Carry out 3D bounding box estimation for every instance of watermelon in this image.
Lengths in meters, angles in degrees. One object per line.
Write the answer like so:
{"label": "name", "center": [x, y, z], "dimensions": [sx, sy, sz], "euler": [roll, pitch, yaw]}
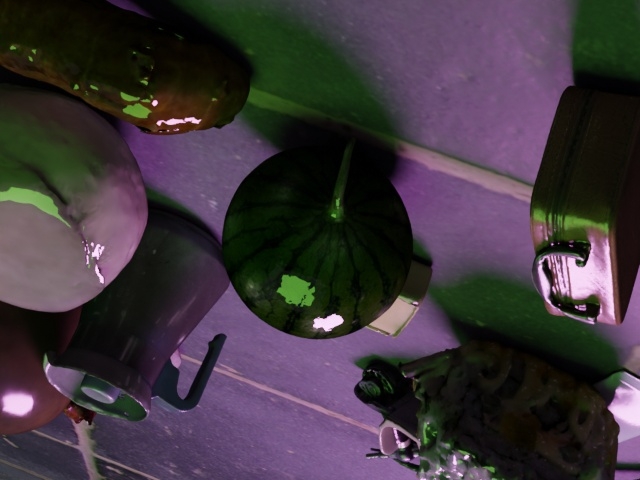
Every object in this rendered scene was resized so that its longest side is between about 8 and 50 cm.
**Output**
{"label": "watermelon", "center": [0.000, 0.000, 1.275], "dimensions": [0.188, 0.188, 0.214], "euler": [26, 161, -7]}

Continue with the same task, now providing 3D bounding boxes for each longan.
{"label": "longan", "center": [-0.434, 0.080, 1.658], "dimensions": [0.288, 0.288, 0.350], "euler": [-26, 92, 58]}

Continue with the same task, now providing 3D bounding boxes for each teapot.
{"label": "teapot", "center": [-0.208, 0.098, 1.592], "dimensions": [0.203, 0.225, 0.171], "euler": [34, 153, -23]}

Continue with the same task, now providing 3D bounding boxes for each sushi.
{"label": "sushi", "center": [0.211, 0.225, 1.521], "dimensions": [0.274, 0.184, 0.139], "euler": [30, 142, 16]}

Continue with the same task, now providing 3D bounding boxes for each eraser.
{"label": "eraser", "center": [0.028, 0.036, 1.471], "dimensions": [0.172, 0.058, 0.117], "euler": [24, 154, -2]}

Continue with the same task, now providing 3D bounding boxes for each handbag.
{"label": "handbag", "center": [0.225, -0.020, 1.092], "dimensions": [0.072, 0.151, 0.193], "euler": [11, 153, 20]}

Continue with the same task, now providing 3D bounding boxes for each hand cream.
{"label": "hand cream", "center": [0.314, 0.232, 1.629], "dimensions": [0.109, 0.067, 0.320], "euler": [31, 149, -13]}

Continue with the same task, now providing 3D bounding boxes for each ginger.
{"label": "ginger", "center": [-0.218, -0.175, 1.218], "dimensions": [0.309, 0.107, 0.133], "euler": [20, 178, 5]}

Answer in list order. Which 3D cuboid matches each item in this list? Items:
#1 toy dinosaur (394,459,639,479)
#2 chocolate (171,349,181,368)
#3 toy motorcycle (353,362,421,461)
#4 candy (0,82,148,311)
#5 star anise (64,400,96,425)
{"label": "toy dinosaur", "center": [0.311, 0.319, 1.759], "dimensions": [0.447, 0.087, 0.301], "euler": [12, 154, 8]}
{"label": "chocolate", "center": [-0.312, 0.118, 1.879], "dimensions": [0.185, 0.100, 0.303], "euler": [19, 152, 17]}
{"label": "toy motorcycle", "center": [0.149, 0.257, 1.718], "dimensions": [0.263, 0.091, 0.157], "euler": [25, 137, 35]}
{"label": "candy", "center": [-0.316, -0.057, 1.434], "dimensions": [0.295, 0.185, 0.295], "euler": [11, 138, 10]}
{"label": "star anise", "center": [-0.409, 0.209, 2.113], "dimensions": [0.212, 0.111, 0.196], "euler": [26, 150, 12]}
